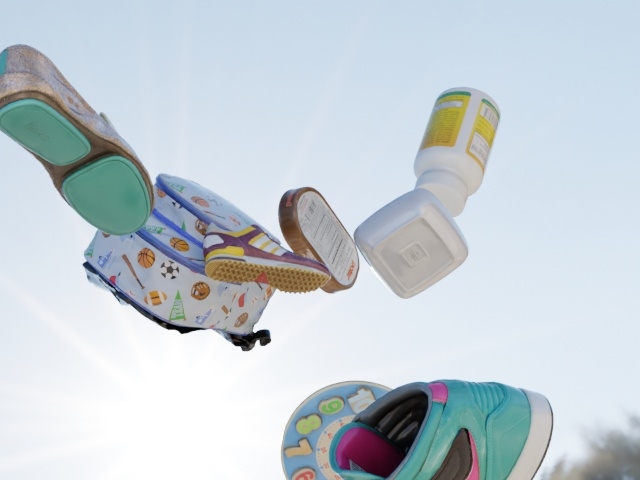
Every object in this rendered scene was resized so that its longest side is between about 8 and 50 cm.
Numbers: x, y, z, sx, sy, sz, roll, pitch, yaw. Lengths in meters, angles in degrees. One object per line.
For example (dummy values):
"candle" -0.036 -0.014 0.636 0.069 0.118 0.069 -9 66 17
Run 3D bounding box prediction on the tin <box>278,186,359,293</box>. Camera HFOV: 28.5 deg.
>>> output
"tin" 0.000 0.000 1.948 0.040 0.106 0.190 -11 -52 36

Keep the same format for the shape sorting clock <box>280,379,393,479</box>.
"shape sorting clock" 0.048 0.289 1.709 0.206 0.206 0.040 -35 12 4

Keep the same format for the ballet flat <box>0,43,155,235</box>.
"ballet flat" -0.276 -0.119 1.433 0.107 0.106 0.316 -20 -31 5

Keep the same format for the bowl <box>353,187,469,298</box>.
"bowl" 0.133 0.011 1.822 0.142 0.053 0.142 -34 -73 12

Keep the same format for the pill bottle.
"pill bottle" 0.219 -0.142 2.065 0.118 0.117 0.208 90 -163 -54

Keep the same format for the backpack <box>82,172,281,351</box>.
"backpack" -0.204 0.027 1.849 0.263 0.276 0.213 -3 -60 -62

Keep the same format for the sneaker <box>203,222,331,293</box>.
"sneaker" -0.072 0.018 1.743 0.185 0.084 0.069 11 -37 -24

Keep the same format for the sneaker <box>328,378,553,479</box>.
"sneaker" 0.080 0.252 1.197 0.178 0.124 0.296 20 -77 -19
